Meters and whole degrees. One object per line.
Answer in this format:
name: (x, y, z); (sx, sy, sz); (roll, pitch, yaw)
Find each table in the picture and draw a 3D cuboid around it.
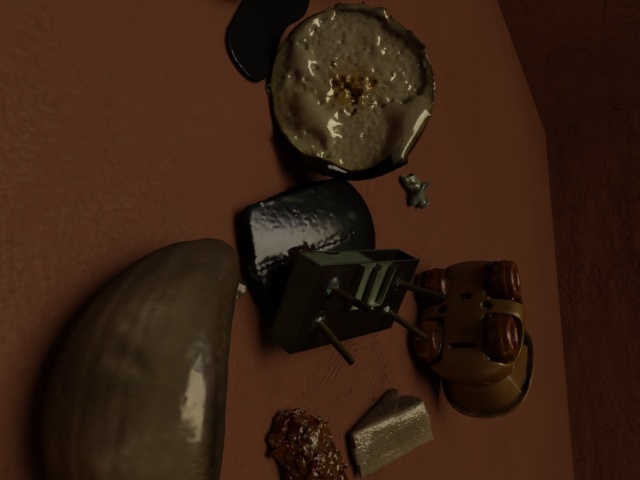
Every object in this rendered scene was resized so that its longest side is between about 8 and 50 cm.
table: (0.066, 0.088, 0.707); (0.240, 0.111, 0.121); (-1, 115, -51)

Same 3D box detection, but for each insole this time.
insole: (-0.075, -0.369, 0.834); (0.119, 0.009, 0.348); (49, 42, -36)

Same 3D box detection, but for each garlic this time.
garlic: (-0.140, 0.102, 0.486); (0.196, 0.151, 0.338); (81, 9, -54)

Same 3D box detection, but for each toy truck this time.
toy truck: (0.313, 0.185, 1.074); (0.211, 0.204, 0.288); (53, 39, -38)

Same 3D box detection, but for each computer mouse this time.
computer mouse: (0.005, -0.001, 0.758); (0.295, 0.087, 0.168); (-27, 106, -55)

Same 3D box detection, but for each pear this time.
pear: (0.054, -0.211, 0.838); (0.178, 0.267, 0.266); (35, 46, -82)

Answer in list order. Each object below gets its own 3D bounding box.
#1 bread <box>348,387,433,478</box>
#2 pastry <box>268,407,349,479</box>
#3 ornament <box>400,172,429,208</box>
bread: (0.095, 0.307, 0.858); (0.152, 0.105, 0.077); (-13, 91, -27)
pastry: (-0.004, 0.289, 0.669); (0.087, 0.063, 0.169); (-39, 114, -53)
ornament: (0.213, -0.109, 1.170); (0.068, 0.041, 0.092); (-31, 119, -34)
